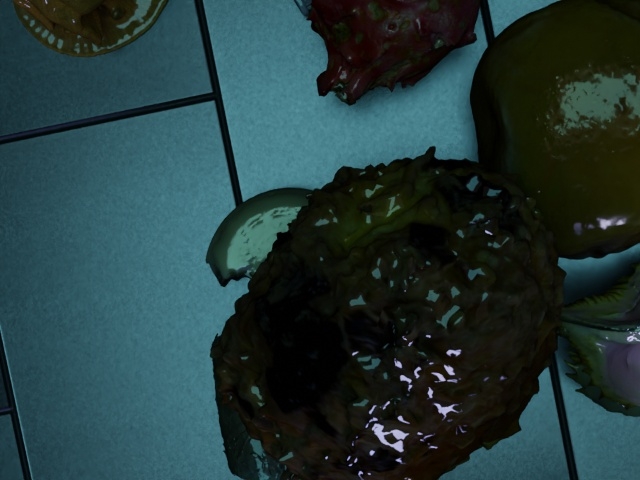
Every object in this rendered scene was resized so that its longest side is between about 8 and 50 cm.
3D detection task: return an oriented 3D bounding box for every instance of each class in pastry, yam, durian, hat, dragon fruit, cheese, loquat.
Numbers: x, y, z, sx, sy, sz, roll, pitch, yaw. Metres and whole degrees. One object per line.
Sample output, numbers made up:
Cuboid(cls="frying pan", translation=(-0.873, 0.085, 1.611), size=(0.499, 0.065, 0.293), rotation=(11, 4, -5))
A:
Cuboid(cls="pastry", translation=(0.063, 0.099, 1.158), size=(0.337, 0.405, 0.292), rotation=(-33, 60, -18))
Cuboid(cls="yam", translation=(-0.076, 0.189, 1.326), size=(0.107, 0.107, 0.183), rotation=(-8, 92, 6))
Cuboid(cls="durian", translation=(0.403, 0.120, 1.261), size=(0.305, 0.185, 0.195), rotation=(-11, 119, -1))
Cuboid(cls="hat", translation=(-0.278, -0.338, 1.247), size=(0.244, 0.233, 0.233), rotation=(-15, 93, 7))
Cuboid(cls="dragon fruit", translation=(0.082, -0.270, 1.240), size=(0.205, 0.210, 0.268), rotation=(27, 94, 43))
Cuboid(cls="cheese", translation=(-0.008, -0.019, 1.322), size=(0.163, 0.071, 0.249), rotation=(44, 97, 0))
Cuboid(cls="loquat", translation=(0.292, -0.121, 1.189), size=(0.276, 0.276, 0.283), rotation=(-3, 93, 5))

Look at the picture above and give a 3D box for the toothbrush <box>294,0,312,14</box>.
Cuboid(cls="toothbrush", translation=(-0.101, -0.424, 1.330), size=(0.029, 0.024, 0.354), rotation=(-32, 90, 0))
